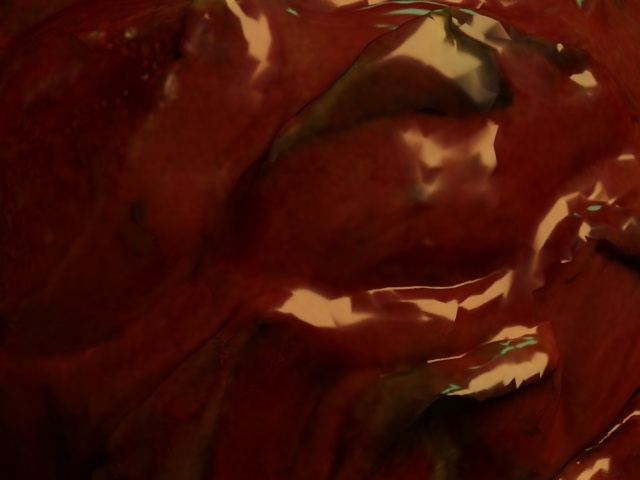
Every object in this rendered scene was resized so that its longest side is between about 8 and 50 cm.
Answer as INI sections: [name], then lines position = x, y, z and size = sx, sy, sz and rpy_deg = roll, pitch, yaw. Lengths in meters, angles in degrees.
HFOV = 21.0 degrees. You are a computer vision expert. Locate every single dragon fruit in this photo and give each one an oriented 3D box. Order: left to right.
[dragon fruit]
position = -0.001, 0.010, 0.456
size = 0.252, 0.241, 0.241
rpy_deg = 32, 30, 19
